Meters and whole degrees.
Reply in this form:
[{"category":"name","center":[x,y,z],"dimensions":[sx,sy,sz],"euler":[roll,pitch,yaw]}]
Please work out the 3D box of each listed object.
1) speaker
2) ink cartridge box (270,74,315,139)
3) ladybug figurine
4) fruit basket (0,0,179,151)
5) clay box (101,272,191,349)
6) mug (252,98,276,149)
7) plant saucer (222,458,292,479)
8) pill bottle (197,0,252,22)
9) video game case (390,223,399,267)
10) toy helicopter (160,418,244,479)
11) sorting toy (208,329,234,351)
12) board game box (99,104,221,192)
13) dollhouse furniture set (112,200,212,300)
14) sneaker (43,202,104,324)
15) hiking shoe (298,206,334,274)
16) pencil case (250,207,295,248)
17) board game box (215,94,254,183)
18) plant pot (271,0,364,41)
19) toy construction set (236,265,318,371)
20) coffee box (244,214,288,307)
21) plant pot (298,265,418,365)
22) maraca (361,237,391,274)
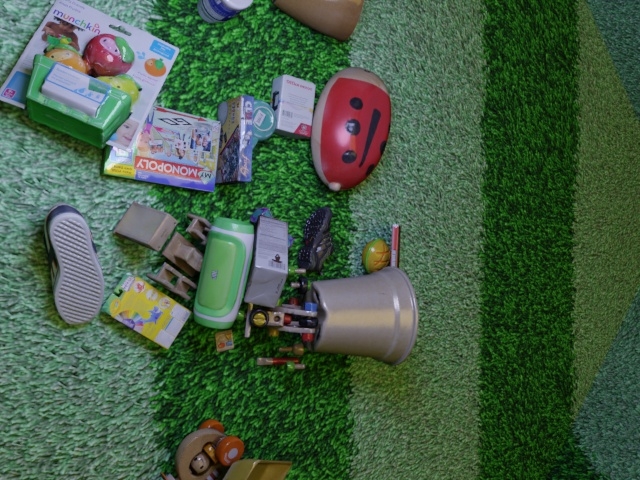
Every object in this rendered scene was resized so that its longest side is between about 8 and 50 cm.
[{"category":"speaker","center":[-0.271,0.090,1.584],"dimensions":[0.131,0.131,0.297],"euler":[9,97,-35]},{"category":"ink cartridge box","center":[-0.092,-0.427,1.821],"dimensions":[0.127,0.072,0.175],"euler":[8,87,-34]},{"category":"ladybug figurine","center":[0.119,-0.375,1.900],"dimensions":[0.305,0.162,0.450],"euler":[22,78,-42]},{"category":"fruit basket","center":[-0.565,-0.429,1.413],"dimensions":[0.327,0.165,0.353],"euler":[23,70,-13]},{"category":"clay box","center":[-0.486,0.194,1.576],"dimensions":[0.222,0.053,0.127],"euler":[40,69,-27]},{"category":"mug","center":[-0.196,-0.353,1.735],"dimensions":[0.129,0.097,0.158],"euler":[-21,103,-33]},{"category":"plant saucer","center":[-0.244,0.775,1.659],"dimensions":[0.333,0.081,0.333],"euler":[-57,156,-11]},{"category":"pill bottle","center":[-0.278,-0.690,1.615],"dimensions":[0.112,0.186,0.112],"euler":[-1,92,-35]},{"category":"video game case","center":[0.268,0.087,2.036],"dimensions":[0.025,0.204,0.285],"euler":[2,90,10]},{"category":"toy helicopter","center":[-0.356,0.716,1.641],"dimensions":[0.235,0.140,0.355],"euler":[-11,110,-41]},{"category":"sorting toy","center":[-0.305,0.311,1.730],"dimensions":[0.083,0.012,0.062],"euler":[-8,96,-35]},{"category":"board game box","center":[-0.444,-0.264,1.598],"dimensions":[0.317,0.046,0.214],"euler":[7,87,-35]},{"category":"dollhouse furniture set","center":[-0.428,0.011,1.589],"dimensions":[0.212,0.161,0.242],"euler":[-61,143,-17]},{"category":"sneaker","center":[-0.628,0.055,1.443],"dimensions":[0.126,0.127,0.321],"euler":[-9,121,-29]},{"category":"hiking shoe","center":[0.000,0.000,1.905],"dimensions":[0.114,0.086,0.227],"euler":[24,83,-47]},{"category":"pencil case","center":[-0.152,-0.034,1.796],"dimensions":[0.070,0.064,0.152],"euler":[-43,116,-10]},{"category":"board game box","center":[-0.255,-0.288,1.657],"dimensions":[0.042,0.165,0.243],"euler":[2,91,-35]},{"category":"plant pot","center":[-0.018,-0.780,1.789],"dimensions":[0.254,0.237,0.237],"euler":[6,88,-22]},{"category":"toy construction set","center":[-0.156,0.266,1.746],"dimensions":[0.237,0.257,0.309],"euler":[2,113,-17]},{"category":"coffee box","center":[-0.158,0.058,1.662],"dimensions":[0.098,0.246,0.141],"euler":[13,124,-13]},{"category":"plant pot","center":[0.102,0.245,1.855],"dimensions":[0.305,0.334,0.334],"euler":[3,89,-23]},{"category":"maraca","center":[0.203,0.073,2.031],"dimensions":[0.127,0.099,0.186],"euler":[-43,139,-27]}]
